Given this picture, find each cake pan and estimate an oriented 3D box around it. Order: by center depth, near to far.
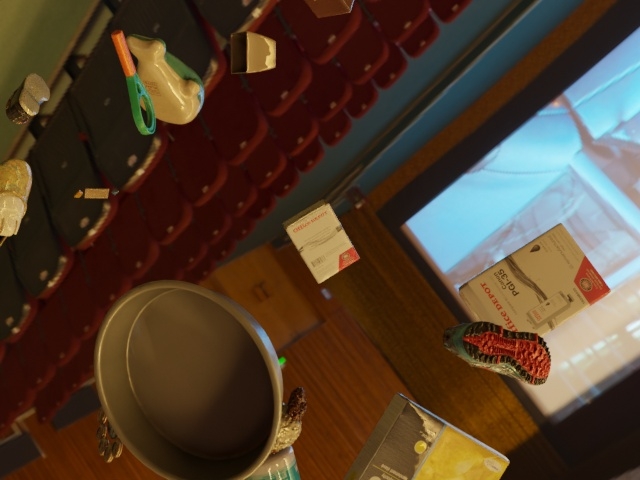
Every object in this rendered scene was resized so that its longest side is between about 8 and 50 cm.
[{"bbox_3d":[-0.175,0.190,0.910,0.293,0.293,0.054,-42,174,24],"label":"cake pan"}]

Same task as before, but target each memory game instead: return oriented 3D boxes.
[{"bbox_3d":[-0.418,0.353,1.363,0.012,0.186,0.186,18,133,-34],"label":"memory game"}]

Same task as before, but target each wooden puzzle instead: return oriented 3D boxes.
[{"bbox_3d":[-0.669,-0.143,1.995,0.116,0.014,0.078,3,160,-29],"label":"wooden puzzle"}]

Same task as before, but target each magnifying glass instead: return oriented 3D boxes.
[{"bbox_3d":[-0.400,-0.334,1.436,0.026,0.231,0.092,-5,-143,6],"label":"magnifying glass"}]

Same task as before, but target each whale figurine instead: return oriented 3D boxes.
[{"bbox_3d":[-0.391,-0.423,1.697,0.272,0.216,0.141,75,34,-55],"label":"whale figurine"}]

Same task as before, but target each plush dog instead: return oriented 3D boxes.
[{"bbox_3d":[-0.152,0.441,1.656,0.262,0.225,0.210,-56,-161,35],"label":"plush dog"}]

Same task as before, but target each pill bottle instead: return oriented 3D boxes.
[{"bbox_3d":[-0.115,0.683,1.771,0.146,0.264,0.146,-14,-177,1],"label":"pill bottle"}]

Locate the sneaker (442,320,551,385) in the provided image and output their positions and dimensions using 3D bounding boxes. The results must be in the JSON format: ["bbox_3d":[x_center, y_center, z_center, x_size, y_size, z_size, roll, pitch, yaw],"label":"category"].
[{"bbox_3d":[0.365,0.224,1.388,0.125,0.262,0.104,-9,-121,61],"label":"sneaker"}]

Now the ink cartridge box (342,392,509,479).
[{"bbox_3d":[0.209,0.531,1.440,0.307,0.303,0.072,-59,-161,-5],"label":"ink cartridge box"}]

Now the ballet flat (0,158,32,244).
[{"bbox_3d":[-0.740,-0.020,1.488,0.348,0.123,0.123,-49,168,9],"label":"ballet flat"}]

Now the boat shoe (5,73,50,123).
[{"bbox_3d":[-0.475,-0.232,1.085,0.042,0.049,0.133,-27,-146,12],"label":"boat shoe"}]

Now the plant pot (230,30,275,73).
[{"bbox_3d":[-0.181,-0.513,1.839,0.096,0.109,0.109,-5,-167,-30],"label":"plant pot"}]

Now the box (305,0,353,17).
[{"bbox_3d":[-0.028,-0.882,2.041,0.381,0.143,0.191,38,62,-52],"label":"box"}]

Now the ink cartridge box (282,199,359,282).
[{"bbox_3d":[0.000,0.000,1.477,0.109,0.150,0.063,-31,-162,-2],"label":"ink cartridge box"}]

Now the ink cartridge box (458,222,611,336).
[{"bbox_3d":[0.512,0.123,1.621,0.283,0.207,0.117,-31,169,-7],"label":"ink cartridge box"}]
